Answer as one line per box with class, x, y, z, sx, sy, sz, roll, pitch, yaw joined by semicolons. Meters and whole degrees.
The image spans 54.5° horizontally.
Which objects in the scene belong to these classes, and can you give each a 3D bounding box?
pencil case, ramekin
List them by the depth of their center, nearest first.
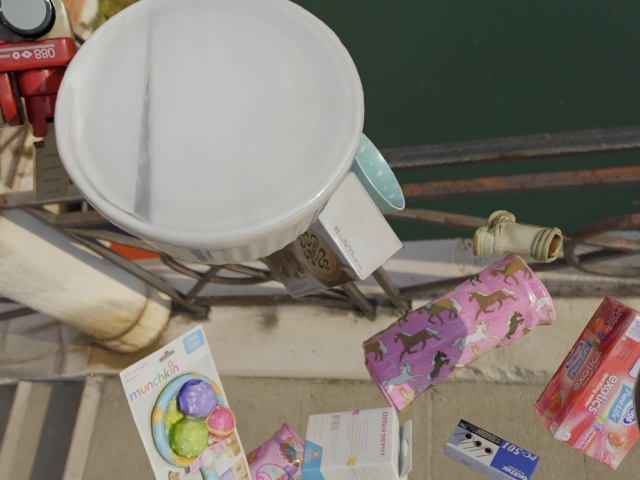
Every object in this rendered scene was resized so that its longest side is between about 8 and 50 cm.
ramekin;-0.099;-0.100;0.602;0.273;0.127;0.272;1;69;-1
pencil case;0.272;0.181;1.231;0.386;0.167;0.160;-32;72;1
pencil case;-0.144;0.493;1.243;0.284;0.124;0.124;-32;57;-19

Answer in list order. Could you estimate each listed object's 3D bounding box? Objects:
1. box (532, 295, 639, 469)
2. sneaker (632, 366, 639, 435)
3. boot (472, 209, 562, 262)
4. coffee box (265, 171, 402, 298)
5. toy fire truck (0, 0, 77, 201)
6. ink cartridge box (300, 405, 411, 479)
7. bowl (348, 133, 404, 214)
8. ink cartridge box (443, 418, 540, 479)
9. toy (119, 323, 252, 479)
box;0.597;0.287;1.278;0.154;0.142;0.299;28;99;-2
sneaker;0.478;0.208;0.832;0.105;0.147;0.295;9;113;27
boot;0.539;-0.012;1.654;0.204;0.262;0.095;6;108;31
coffee box;0.000;0.000;1.212;0.119;0.297;0.168;-38;97;-28
toy fire truck;-0.383;-0.152;0.719;0.217;0.246;0.158;-12;15;-15
ink cartridge box;0.058;0.295;0.850;0.143;0.089;0.092;-10;34;16
bowl;0.116;-0.191;1.992;0.163;0.312;0.311;-32;58;21
ink cartridge box;0.419;0.529;1.529;0.207;0.046;0.097;22;39;28
toy;-0.142;0.238;0.761;0.056;0.137;0.237;-4;105;34
